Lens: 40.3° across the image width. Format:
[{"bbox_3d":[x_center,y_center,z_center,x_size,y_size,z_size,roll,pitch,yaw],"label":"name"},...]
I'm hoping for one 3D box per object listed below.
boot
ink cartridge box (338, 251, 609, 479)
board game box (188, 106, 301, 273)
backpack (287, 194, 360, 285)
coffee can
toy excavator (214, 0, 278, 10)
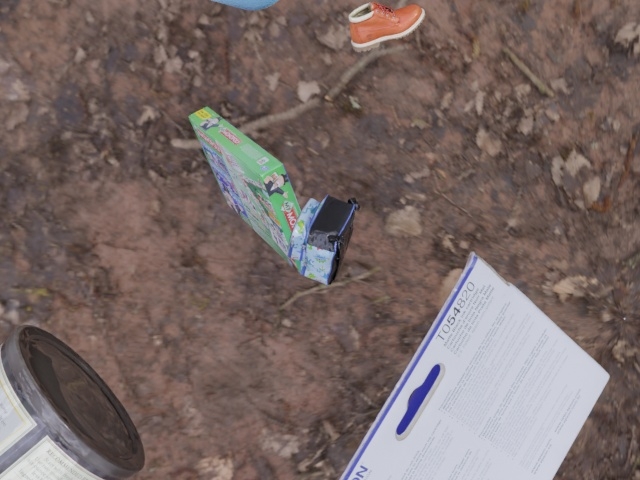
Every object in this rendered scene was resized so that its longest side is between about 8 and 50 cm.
[{"bbox_3d":[0.129,-0.436,1.706,0.158,0.084,0.059,-25,44,-5],"label":"boot"},{"bbox_3d":[0.109,0.147,0.673,0.045,0.224,0.223,22,77,51],"label":"ink cartridge box"},{"bbox_3d":[-0.122,-0.096,1.556,0.046,0.213,0.317,-30,37,-15],"label":"board game box"},{"bbox_3d":[0.000,0.000,1.270,0.084,0.114,0.105,18,49,8],"label":"backpack"},{"bbox_3d":[-0.359,0.253,0.931,0.275,0.201,0.201,-40,74,-1],"label":"coffee can"},{"bbox_3d":[0.034,-0.381,0.735,0.222,0.445,0.432,-18,68,55],"label":"toy excavator"}]
